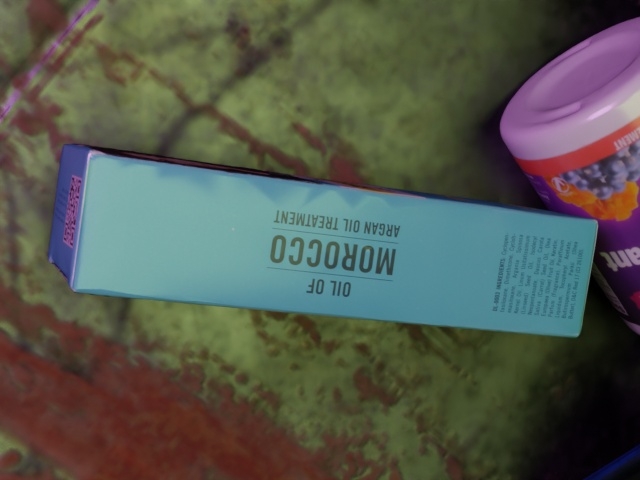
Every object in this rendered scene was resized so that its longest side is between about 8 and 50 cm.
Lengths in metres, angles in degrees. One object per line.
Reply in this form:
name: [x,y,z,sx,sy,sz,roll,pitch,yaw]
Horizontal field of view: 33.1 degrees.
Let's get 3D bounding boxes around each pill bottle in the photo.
pill bottle: [0.190,-0.013,0.578,0.108,0.108,0.193,-41,108,-9]

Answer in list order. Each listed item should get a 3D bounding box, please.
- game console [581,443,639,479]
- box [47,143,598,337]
game console: [0.251,0.244,0.596,0.293,0.173,0.250,29,70,-20]
box: [0.000,0.000,0.519,0.244,0.100,0.060,7,94,-20]
